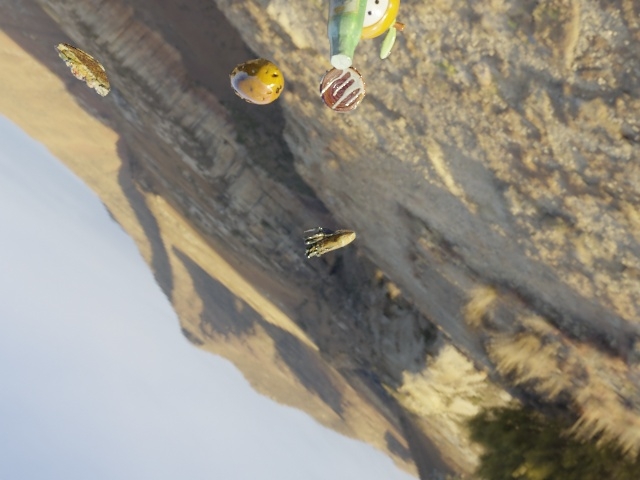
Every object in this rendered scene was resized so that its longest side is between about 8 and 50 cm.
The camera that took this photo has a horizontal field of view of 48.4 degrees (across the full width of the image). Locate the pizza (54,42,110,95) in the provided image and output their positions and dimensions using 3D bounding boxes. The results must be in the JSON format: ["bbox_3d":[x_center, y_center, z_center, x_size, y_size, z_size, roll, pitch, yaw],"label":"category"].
[{"bbox_3d":[-0.660,-0.475,2.026,0.195,0.052,0.185,50,-165,21],"label":"pizza"}]

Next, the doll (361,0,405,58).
[{"bbox_3d":[0.167,-0.702,2.172,0.236,0.213,0.213,34,178,-15],"label":"doll"}]

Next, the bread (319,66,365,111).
[{"bbox_3d":[0.072,-0.511,2.392,0.160,0.160,0.073,42,-170,-3],"label":"bread"}]

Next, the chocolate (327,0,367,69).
[{"bbox_3d":[0.064,-0.555,1.806,0.110,0.291,0.110,5,148,3],"label":"chocolate"}]

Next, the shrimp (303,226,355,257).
[{"bbox_3d":[0.000,0.000,2.071,0.152,0.219,0.046,6,111,38],"label":"shrimp"}]

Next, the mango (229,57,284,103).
[{"bbox_3d":[-0.228,-0.556,2.468,0.151,0.156,0.249,4,-165,-37],"label":"mango"}]
